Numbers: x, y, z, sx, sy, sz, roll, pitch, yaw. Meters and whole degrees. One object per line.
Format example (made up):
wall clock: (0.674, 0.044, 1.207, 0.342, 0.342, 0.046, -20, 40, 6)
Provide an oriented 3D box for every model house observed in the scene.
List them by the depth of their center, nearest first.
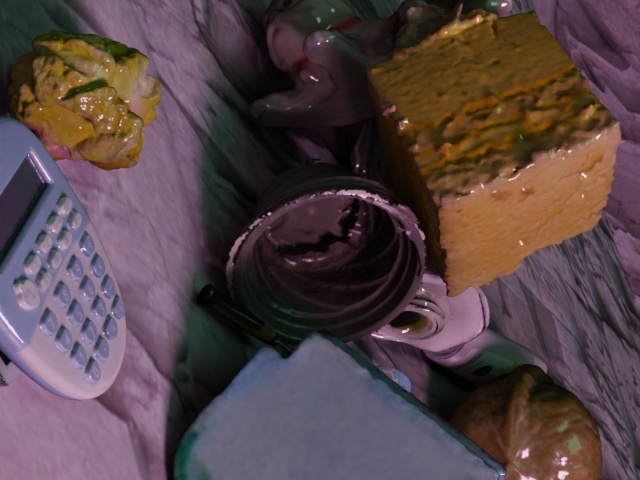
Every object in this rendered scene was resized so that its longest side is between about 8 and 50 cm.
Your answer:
model house: (0.022, 0.250, 1.026, 0.280, 0.230, 0.249, 38, -6, 13)

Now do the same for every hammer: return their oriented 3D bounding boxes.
hammer: (-0.060, 0.106, 1.086, 0.201, 0.078, 0.021, 40, 41, -35)

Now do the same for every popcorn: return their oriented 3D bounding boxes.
popcorn: (-0.217, -0.128, 0.883, 0.145, 0.125, 0.126, 48, 39, -78)

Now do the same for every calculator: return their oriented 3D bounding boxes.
calculator: (-0.248, 0.004, 0.802, 0.188, 0.042, 0.303, -80, 148, -55)

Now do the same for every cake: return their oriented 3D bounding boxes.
cake: (0.180, -0.126, 1.131, 0.227, 0.222, 0.286, 77, -11, -57)

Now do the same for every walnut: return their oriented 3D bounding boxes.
walnut: (0.306, 0.315, 1.430, 0.283, 0.227, 0.283, -4, 90, -69)

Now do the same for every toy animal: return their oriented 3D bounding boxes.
toy animal: (0.072, -0.289, 1.247, 0.266, 0.308, 0.188, 11, 47, -32)

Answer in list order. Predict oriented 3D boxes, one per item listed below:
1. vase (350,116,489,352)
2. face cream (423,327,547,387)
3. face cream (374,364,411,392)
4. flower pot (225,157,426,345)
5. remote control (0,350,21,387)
vase: (0.159, -0.065, 1.356, 0.250, 0.250, 0.445, 48, 41, -37)
face cream: (0.268, 0.189, 1.549, 0.269, 0.107, 0.073, 30, 41, -48)
face cream: (0.064, 0.267, 1.198, 0.075, 0.075, 0.229, 52, 35, -32)
flower pot: (0.000, 0.000, 1.124, 0.235, 0.235, 0.140, 47, 16, -37)
remote control: (-0.288, 0.037, 0.773, 0.065, 0.029, 0.166, -69, 138, -61)
